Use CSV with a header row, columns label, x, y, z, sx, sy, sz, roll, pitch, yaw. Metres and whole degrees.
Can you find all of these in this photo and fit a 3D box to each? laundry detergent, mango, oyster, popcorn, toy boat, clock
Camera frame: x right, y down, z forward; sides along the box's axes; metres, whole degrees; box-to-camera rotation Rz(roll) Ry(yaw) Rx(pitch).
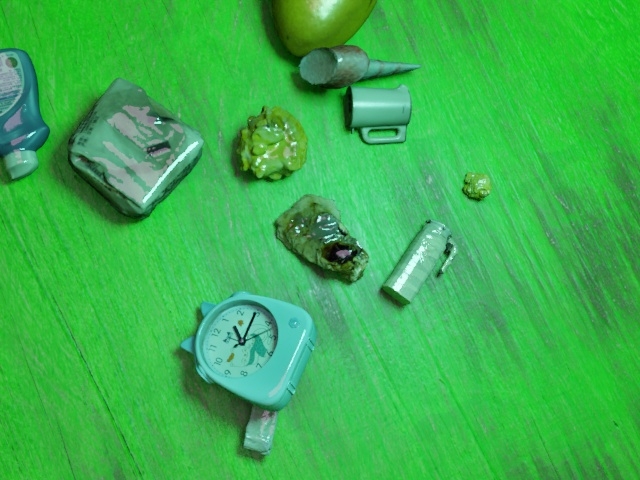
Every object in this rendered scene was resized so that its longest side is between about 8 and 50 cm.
label,x,y,z,sx,sy,sz,roll,pitch,yaw
laundry detergent,-0.689,-0.277,1.758,0.143,0.094,0.290,-14,84,-16
mango,0.004,-0.644,1.853,0.301,0.220,0.446,17,81,-6
oyster,0.016,-0.003,1.792,0.161,0.107,0.233,-42,85,-5
popcorn,-0.113,-0.215,1.802,0.173,0.142,0.174,-2,95,-28
toy boat,0.101,-0.407,1.851,0.282,0.206,0.096,-10,92,-33
popcorn,0.380,-0.136,1.885,0.059,0.068,0.083,11,38,-28
clock,-0.160,0.224,1.692,0.274,0.094,0.224,18,68,22

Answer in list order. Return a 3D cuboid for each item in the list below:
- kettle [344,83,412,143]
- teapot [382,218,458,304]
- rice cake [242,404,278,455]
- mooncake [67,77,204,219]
label,x,y,z,sx,sy,sz,roll,pitch,yaw
kettle,0.138,-0.304,1.865,0.147,0.098,0.127,-1,74,-11
teapot,0.240,0.056,1.818,0.107,0.077,0.200,35,77,-4
rice cake,-0.119,0.360,1.718,0.069,0.063,0.207,11,77,1
mooncake,-0.417,-0.199,1.750,0.250,0.136,0.254,37,72,-1
